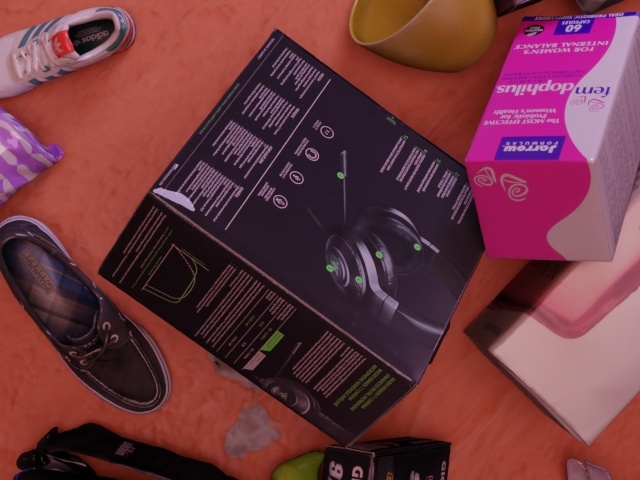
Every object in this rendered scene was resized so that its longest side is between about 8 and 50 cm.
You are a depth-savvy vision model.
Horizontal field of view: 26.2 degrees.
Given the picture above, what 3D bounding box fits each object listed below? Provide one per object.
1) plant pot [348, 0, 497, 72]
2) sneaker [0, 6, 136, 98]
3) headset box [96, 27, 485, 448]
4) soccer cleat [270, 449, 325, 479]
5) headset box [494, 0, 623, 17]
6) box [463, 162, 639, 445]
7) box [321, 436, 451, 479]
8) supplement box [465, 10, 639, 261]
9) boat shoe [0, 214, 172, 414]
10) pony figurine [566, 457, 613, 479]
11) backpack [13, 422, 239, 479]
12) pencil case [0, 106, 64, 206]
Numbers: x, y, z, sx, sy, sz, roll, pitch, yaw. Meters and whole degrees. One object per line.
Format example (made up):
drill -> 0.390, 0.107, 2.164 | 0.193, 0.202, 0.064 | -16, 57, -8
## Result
plant pot -> 0.106, -0.208, 1.255 | 0.095, 0.134, 0.134 | 34, 91, -29
sneaker -> -0.247, -0.175, 1.251 | 0.161, 0.075, 0.057 | -20, 94, -2
headset box -> 0.000, 0.000, 1.187 | 0.283, 0.131, 0.246 | 35, 48, -5
soccer cleat -> 0.014, 0.284, 1.300 | 0.072, 0.060, 0.179 | -28, 96, -18
headset box -> 0.221, -0.354, 1.252 | 0.218, 0.110, 0.293 | -24, 94, -2
box -> 0.262, 0.051, 1.256 | 0.127, 0.148, 0.232 | 44, 89, -4
box -> 0.052, 0.291, 1.237 | 0.051, 0.175, 0.220 | 6, 88, 28
supplement box -> 0.212, -0.093, 1.190 | 0.111, 0.220, 0.114 | 1, 133, 24
boat shoe -> -0.218, 0.074, 1.256 | 0.080, 0.076, 0.228 | -34, 102, -1
pony figurine -> 0.323, 0.411, 1.240 | 0.363, 0.303, 0.351 | 12, 99, -19
backpack -> -0.150, 0.302, 1.198 | 0.263, 0.276, 0.213 | 8, 97, -10
pencil case -> -0.333, -0.030, 1.251 | 0.206, 0.086, 0.088 | -45, 133, 2
